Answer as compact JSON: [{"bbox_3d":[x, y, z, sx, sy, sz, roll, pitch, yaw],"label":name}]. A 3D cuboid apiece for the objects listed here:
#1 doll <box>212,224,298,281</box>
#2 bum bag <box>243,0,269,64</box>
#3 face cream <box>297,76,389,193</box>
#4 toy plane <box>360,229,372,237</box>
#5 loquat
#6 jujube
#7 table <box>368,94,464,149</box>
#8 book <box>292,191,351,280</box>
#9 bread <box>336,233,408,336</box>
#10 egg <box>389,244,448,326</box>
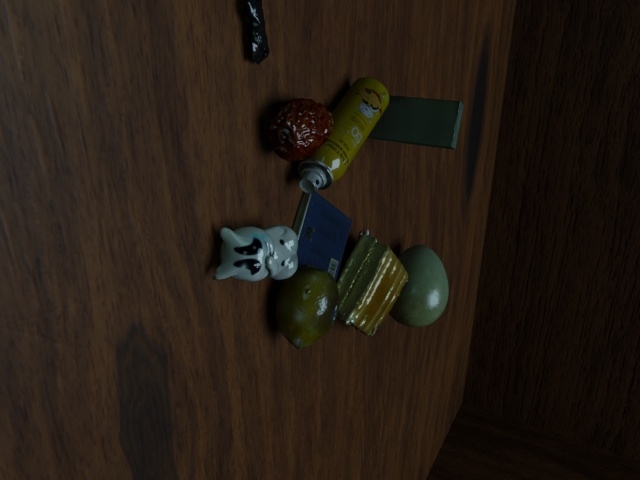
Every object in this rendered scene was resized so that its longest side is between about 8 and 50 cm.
[{"bbox_3d":[-0.115,0.025,1.026,0.181,0.107,0.110,-4,97,-63],"label":"doll"},{"bbox_3d":[-0.113,-0.372,0.936,0.058,0.034,0.124,-57,149,-51],"label":"bum bag"},{"bbox_3d":[0.047,-0.237,1.228,0.348,0.105,0.105,-58,147,-33],"label":"face cream"},{"bbox_3d":[0.131,0.011,1.581,0.078,0.031,0.083,53,51,-37],"label":"toy plane"},{"bbox_3d":[-0.031,0.151,1.209,0.152,0.152,0.195,4,89,-63],"label":"loquat"},{"bbox_3d":[-0.039,-0.227,1.076,0.112,0.109,0.176,-50,178,32],"label":"jujube"},{"bbox_3d":[0.269,-0.321,1.468,0.111,0.240,0.121,-1,103,-62],"label":"table"},{"bbox_3d":[0.000,0.000,1.331,0.269,0.025,0.190,31,73,-62],"label":"book"},{"bbox_3d":[0.139,0.144,1.538,0.246,0.111,0.239,-59,148,-10],"label":"bread"},{"bbox_3d":[0.328,0.151,1.819,0.218,0.218,0.295,60,40,-53],"label":"egg"}]
